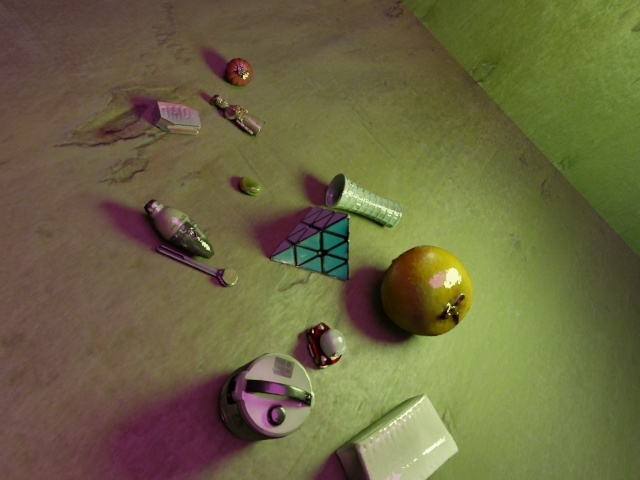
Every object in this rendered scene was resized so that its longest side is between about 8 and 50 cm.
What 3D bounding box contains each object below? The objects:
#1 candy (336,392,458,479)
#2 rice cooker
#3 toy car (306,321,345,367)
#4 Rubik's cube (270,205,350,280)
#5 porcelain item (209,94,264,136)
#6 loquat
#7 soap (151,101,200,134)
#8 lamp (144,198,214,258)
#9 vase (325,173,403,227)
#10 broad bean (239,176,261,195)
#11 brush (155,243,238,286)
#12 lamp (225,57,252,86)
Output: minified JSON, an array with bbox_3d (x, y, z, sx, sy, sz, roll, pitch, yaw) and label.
[{"bbox_3d":[0.240,0.647,1.424,0.358,0.145,0.208,-19,75,-38],"label":"candy"},{"bbox_3d":[-0.147,0.419,1.242,0.226,0.244,0.226,12,63,-25],"label":"rice cooker"},{"bbox_3d":[0.028,0.328,1.483,0.112,0.112,0.139,-21,78,-37],"label":"toy car"},{"bbox_3d":[0.002,0.001,1.623,0.228,0.233,0.229,15,94,-68],"label":"Rubik's cube"},{"bbox_3d":[-0.315,-0.481,1.743,0.213,0.054,0.084,33,51,-12],"label":"porcelain item"},{"bbox_3d":[0.368,0.171,1.674,0.328,0.329,0.359,6,19,-30],"label":"loquat"},{"bbox_3d":[-0.500,-0.424,1.595,0.149,0.056,0.100,-2,64,-33],"label":"soap"},{"bbox_3d":[-0.426,-0.031,1.400,0.250,0.101,0.101,42,50,-16],"label":"lamp"},{"bbox_3d":[0.180,-0.147,1.823,0.298,0.143,0.143,19,57,-26],"label":"vase"},{"bbox_3d":[-0.252,-0.192,1.634,0.083,0.045,0.063,37,50,0],"label":"broad bean"},{"bbox_3d":[-0.378,0.072,1.421,0.266,0.027,0.062,26,54,-18],"label":"brush"},{"bbox_3d":[-0.321,-0.660,1.810,0.107,0.092,0.108,-4,100,-22],"label":"lamp"}]
